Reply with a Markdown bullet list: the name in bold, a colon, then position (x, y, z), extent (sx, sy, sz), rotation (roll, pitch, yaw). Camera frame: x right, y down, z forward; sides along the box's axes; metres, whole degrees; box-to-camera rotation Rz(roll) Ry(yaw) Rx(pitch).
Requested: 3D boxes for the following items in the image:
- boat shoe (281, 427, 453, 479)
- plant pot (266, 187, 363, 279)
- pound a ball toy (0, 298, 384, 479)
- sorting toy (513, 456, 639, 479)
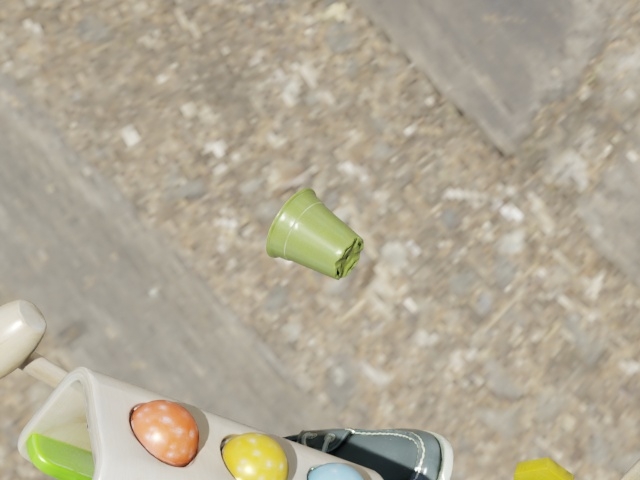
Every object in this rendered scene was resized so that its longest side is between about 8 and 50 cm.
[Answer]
- **boat shoe**: position (-0.002, 0.246, 1.903), extent (0.099, 0.116, 0.319), rotation (29, 149, -33)
- **plant pot**: position (0.000, 0.000, 1.951), extent (0.079, 0.083, 0.083), rotation (31, 123, 23)
- **pound a ball toy**: position (-0.100, 0.158, 1.396), extent (0.319, 0.208, 0.136), rotation (24, 121, -31)
- **sorting toy**: position (0.326, 0.310, 1.957), extent (0.307, 0.041, 0.229), rotation (33, 126, -6)
